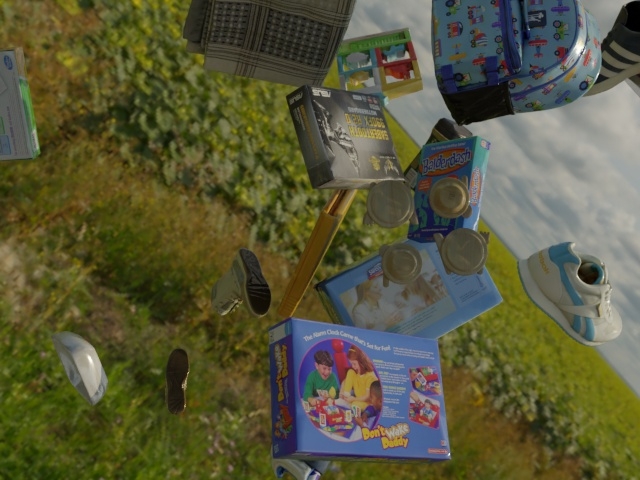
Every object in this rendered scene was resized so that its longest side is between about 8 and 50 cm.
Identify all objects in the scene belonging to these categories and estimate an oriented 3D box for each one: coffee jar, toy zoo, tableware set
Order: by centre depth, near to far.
[{"bbox_3d":[0.141,-0.015,1.080,0.020,0.168,0.141,136,-53,-85],"label":"tableware set"},{"bbox_3d":[0.275,-0.196,1.910,0.096,0.184,0.079,13,28,-43],"label":"coffee jar"},{"bbox_3d":[0.137,-0.408,1.942,0.293,0.192,0.030,-95,172,-47],"label":"toy zoo"}]

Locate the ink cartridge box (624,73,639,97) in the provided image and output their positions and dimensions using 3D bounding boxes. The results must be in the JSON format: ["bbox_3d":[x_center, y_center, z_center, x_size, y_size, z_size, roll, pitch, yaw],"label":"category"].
[{"bbox_3d":[0.764,-0.307,1.776,0.175,0.069,0.371,38,18,-23],"label":"ink cartridge box"}]

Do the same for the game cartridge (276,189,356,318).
[{"bbox_3d":[0.000,0.000,2.010,0.052,0.324,0.285,28,33,1],"label":"game cartridge"}]

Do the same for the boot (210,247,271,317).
[{"bbox_3d":[-0.209,0.147,2.084,0.077,0.165,0.213,18,38,-37],"label":"boot"}]

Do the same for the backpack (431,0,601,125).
[{"bbox_3d":[0.222,-0.222,0.917,0.117,0.173,0.158,42,48,-56],"label":"backpack"}]

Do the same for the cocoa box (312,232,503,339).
[{"bbox_3d":[0.193,0.121,1.870,0.232,0.347,0.228,62,-8,-1],"label":"cocoa box"}]

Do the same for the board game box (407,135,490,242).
[{"bbox_3d":[0.264,-0.102,1.680,0.047,0.210,0.160,18,-13,-35],"label":"board game box"}]

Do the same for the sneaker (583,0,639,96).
[{"bbox_3d":[0.636,-0.416,1.718,0.131,0.350,0.148,-39,104,-36],"label":"sneaker"}]

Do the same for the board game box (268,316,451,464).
[{"bbox_3d":[0.075,0.282,1.488,0.347,0.078,0.233,13,62,-32],"label":"board game box"}]

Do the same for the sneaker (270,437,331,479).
[{"bbox_3d":[0.032,0.511,1.996,0.130,0.322,0.236,59,37,-57],"label":"sneaker"}]

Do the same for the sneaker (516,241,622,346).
[{"bbox_3d":[0.380,0.081,1.165,0.228,0.092,0.087,32,40,-36],"label":"sneaker"}]

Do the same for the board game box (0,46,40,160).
[{"bbox_3d":[-0.792,-0.287,1.758,0.064,0.316,0.242,-105,-168,-71],"label":"board game box"}]

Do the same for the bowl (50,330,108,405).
[{"bbox_3d":[-0.485,0.251,1.653,0.142,0.053,0.142,20,-47,51],"label":"bowl"}]

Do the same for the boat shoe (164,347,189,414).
[{"bbox_3d":[-0.299,0.290,1.667,0.050,0.045,0.135,10,69,-19],"label":"boat shoe"}]

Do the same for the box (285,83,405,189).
[{"bbox_3d":[0.050,-0.188,1.513,0.231,0.056,0.183,-3,73,-51],"label":"box"}]

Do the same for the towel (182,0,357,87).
[{"bbox_3d":[-0.114,-0.437,1.669,0.324,0.312,0.056,13,61,-10],"label":"towel"}]
